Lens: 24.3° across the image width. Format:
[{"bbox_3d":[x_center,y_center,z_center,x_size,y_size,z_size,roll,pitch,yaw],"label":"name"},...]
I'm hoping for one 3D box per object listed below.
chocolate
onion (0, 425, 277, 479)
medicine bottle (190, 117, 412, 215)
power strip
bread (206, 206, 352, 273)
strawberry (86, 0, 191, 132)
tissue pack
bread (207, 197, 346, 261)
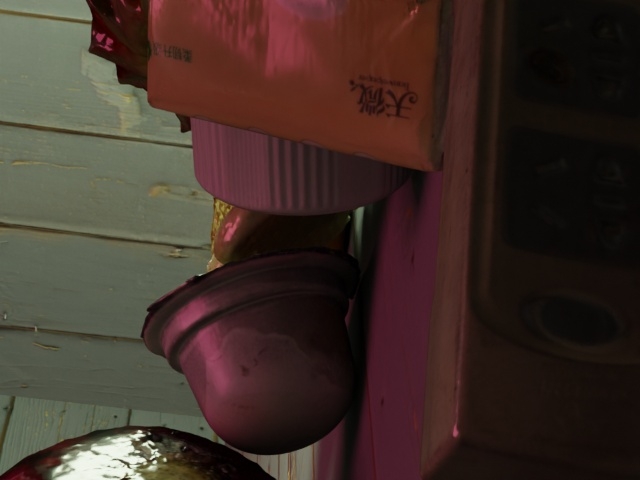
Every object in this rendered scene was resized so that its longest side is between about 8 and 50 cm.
[{"bbox_3d":[-0.044,0.111,1.281,0.221,0.221,0.147,111,146,-68],"label":"chocolate"},{"bbox_3d":[-0.115,0.305,1.209,0.336,0.260,0.282,30,117,45],"label":"onion"},{"bbox_3d":[-0.010,-0.224,1.036,0.242,0.242,0.395,-93,-2,-62],"label":"medicine bottle"},{"bbox_3d":[0.084,-0.035,0.518,0.048,0.080,0.286,117,162,-58],"label":"power strip"},{"bbox_3d":[-0.028,-0.025,1.300,0.039,0.181,0.251,51,157,14],"label":"bread"},{"bbox_3d":[-0.043,-0.254,1.320,0.292,0.292,0.343,103,-168,-50],"label":"strawberry"},{"bbox_3d":[0.001,-0.147,0.832,0.090,0.222,0.186,-19,-61,-48],"label":"tissue pack"},{"bbox_3d":[-0.042,-0.018,1.496,0.143,0.139,0.229,-93,10,-49],"label":"bread"}]
